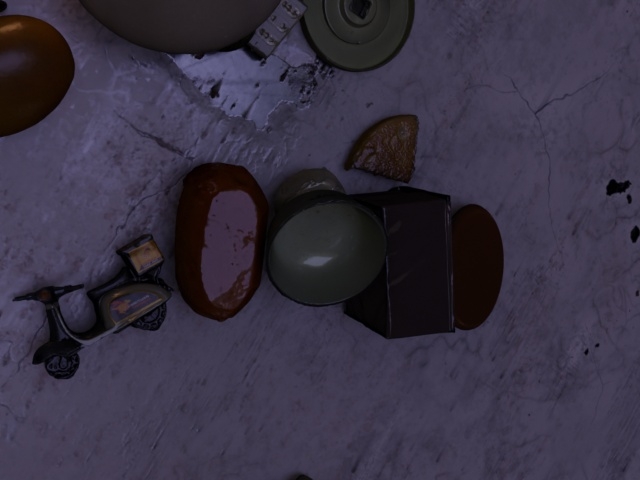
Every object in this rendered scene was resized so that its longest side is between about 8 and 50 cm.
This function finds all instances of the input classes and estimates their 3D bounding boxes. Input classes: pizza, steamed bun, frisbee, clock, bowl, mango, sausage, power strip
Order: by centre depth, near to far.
[{"bbox_3d":[-0.208,-0.470,1.265,0.374,0.241,0.374,1,83,-6],"label":"steamed bun"},{"bbox_3d":[-0.488,-0.232,1.268,0.254,0.139,0.175,-28,139,-13],"label":"mango"},{"bbox_3d":[-0.170,0.003,1.450,0.153,0.141,0.268,3,96,-17],"label":"sausage"},{"bbox_3d":[0.000,0.000,1.462,0.211,0.112,0.211,-7,121,-12],"label":"bowl"},{"bbox_3d":[-0.080,-0.376,1.490,0.056,0.032,0.123,39,91,-14],"label":"power strip"},{"bbox_3d":[-0.020,-0.069,1.540,0.130,0.091,0.112,-32,117,-1],"label":"steamed bun"},{"bbox_3d":[0.069,-0.428,1.566,0.235,0.029,0.235,-4,99,-24],"label":"clock"},{"bbox_3d":[0.132,-0.166,1.626,0.131,0.041,0.178,45,78,-20],"label":"pizza"},{"bbox_3d":[0.301,0.053,1.689,0.251,0.021,0.250,-6,98,-51],"label":"frisbee"}]

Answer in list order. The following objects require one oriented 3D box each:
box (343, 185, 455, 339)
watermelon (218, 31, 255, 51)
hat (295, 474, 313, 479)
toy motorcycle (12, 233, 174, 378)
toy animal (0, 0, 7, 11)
[{"bbox_3d":[0.138,0.037,1.578,0.153,0.188,0.252,-6,102,-24],"label":"box"},{"bbox_3d":[-0.158,-0.382,1.430,0.105,0.105,0.133,-7,85,-24],"label":"watermelon"},{"bbox_3d":[-0.051,0.537,1.632,0.147,0.085,0.175,42,56,-13],"label":"hat"},{"bbox_3d":[-0.366,0.112,1.411,0.263,0.091,0.157,-30,101,-20],"label":"toy motorcycle"},{"bbox_3d":[-0.562,-0.333,1.252,0.188,0.179,0.089,-7,104,14],"label":"toy animal"}]
